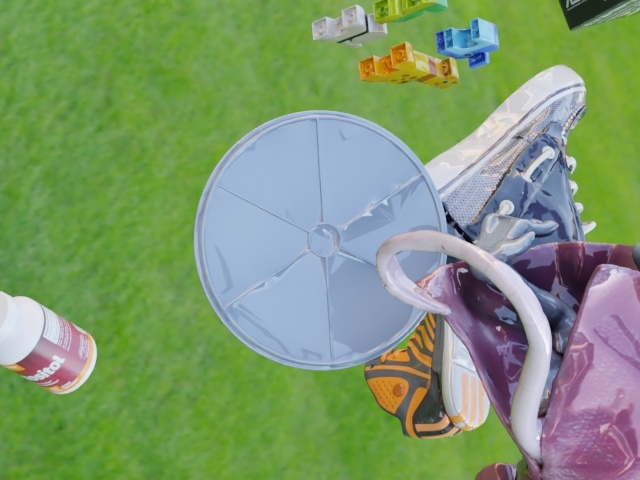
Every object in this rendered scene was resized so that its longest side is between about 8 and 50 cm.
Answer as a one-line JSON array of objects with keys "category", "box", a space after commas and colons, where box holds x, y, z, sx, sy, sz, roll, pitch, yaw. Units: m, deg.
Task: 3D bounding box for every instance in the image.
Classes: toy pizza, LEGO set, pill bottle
[{"category": "toy pizza", "box": [0.000, 0.000, 1.152, 0.032, 0.201, 0.201, 172, -100, -77]}, {"category": "LEGO set", "box": [0.110, -0.187, 1.368, 0.093, 0.227, 0.087, 10, 70, -48]}, {"category": "pill bottle", "box": [-0.345, 0.120, 1.769, 0.152, 0.086, 0.086, 39, 44, -47]}]

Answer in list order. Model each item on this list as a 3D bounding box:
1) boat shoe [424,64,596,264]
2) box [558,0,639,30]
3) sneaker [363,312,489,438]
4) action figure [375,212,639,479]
[{"category": "boat shoe", "box": [0.193, -0.036, 1.368, 0.158, 0.127, 0.340, 42, 46, 10]}, {"category": "box", "box": [0.416, -0.315, 1.596, 0.216, 0.270, 0.060, -19, 87, -33]}, {"category": "sneaker", "box": [0.151, 0.140, 2.191, 0.125, 0.180, 0.321, 34, 51, -39]}, {"category": "action figure", "box": [0.188, 0.178, 1.021, 0.276, 0.248, 0.370, -2, 102, -45]}]
